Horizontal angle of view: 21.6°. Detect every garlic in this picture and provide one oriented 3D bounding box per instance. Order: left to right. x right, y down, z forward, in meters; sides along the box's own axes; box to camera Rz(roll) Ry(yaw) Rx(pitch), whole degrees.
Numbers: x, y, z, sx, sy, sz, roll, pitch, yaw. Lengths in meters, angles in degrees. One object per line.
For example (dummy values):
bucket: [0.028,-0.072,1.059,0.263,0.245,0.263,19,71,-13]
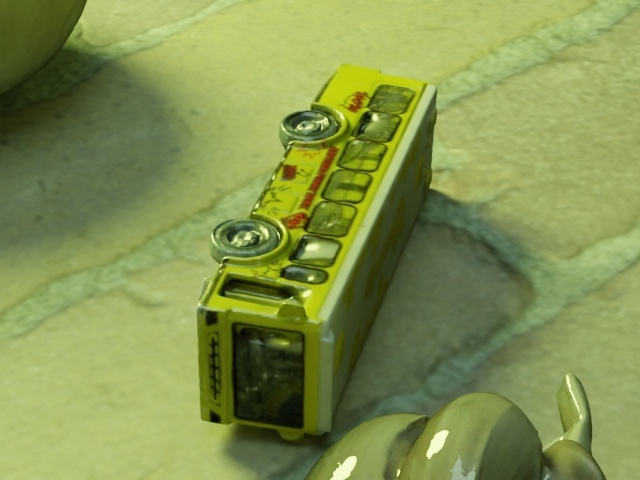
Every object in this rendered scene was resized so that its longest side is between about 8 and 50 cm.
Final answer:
garlic: [0.063,0.104,0.633,0.127,0.131,0.194,38,48,4]

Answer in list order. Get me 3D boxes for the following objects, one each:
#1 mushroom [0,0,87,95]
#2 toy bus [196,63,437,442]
mushroom: [-0.267,-0.195,0.977,0.260,0.234,0.254,-14,34,-13]
toy bus: [0.000,0.000,0.828,0.074,0.081,0.226,12,36,12]
